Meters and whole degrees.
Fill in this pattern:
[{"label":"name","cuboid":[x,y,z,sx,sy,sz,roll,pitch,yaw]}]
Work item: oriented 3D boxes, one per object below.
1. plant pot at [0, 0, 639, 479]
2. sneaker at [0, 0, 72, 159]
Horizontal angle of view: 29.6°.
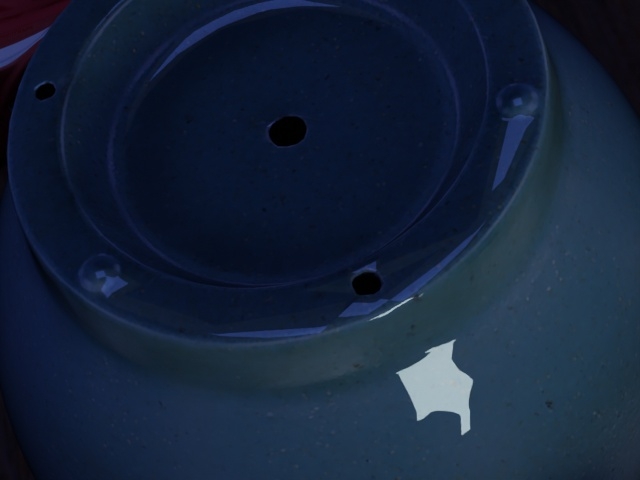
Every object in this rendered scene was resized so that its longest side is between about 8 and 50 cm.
[{"label":"plant pot","cuboid":[0.000,0.000,0.454,0.293,0.196,0.293,-5,59,9]},{"label":"sneaker","cuboid":[-0.136,-0.124,0.618,0.221,0.087,0.128,-18,60,0]}]
